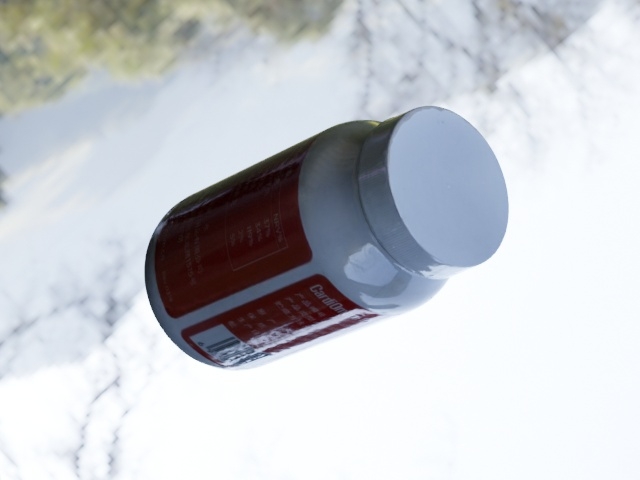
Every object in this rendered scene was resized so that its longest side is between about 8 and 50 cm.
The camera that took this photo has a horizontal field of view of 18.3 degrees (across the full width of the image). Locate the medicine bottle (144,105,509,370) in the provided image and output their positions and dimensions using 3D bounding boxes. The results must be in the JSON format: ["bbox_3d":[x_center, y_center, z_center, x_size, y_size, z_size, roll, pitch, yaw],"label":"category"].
[{"bbox_3d":[0.000,0.000,1.314,0.250,0.131,0.131,-23,-158,45],"label":"medicine bottle"}]
